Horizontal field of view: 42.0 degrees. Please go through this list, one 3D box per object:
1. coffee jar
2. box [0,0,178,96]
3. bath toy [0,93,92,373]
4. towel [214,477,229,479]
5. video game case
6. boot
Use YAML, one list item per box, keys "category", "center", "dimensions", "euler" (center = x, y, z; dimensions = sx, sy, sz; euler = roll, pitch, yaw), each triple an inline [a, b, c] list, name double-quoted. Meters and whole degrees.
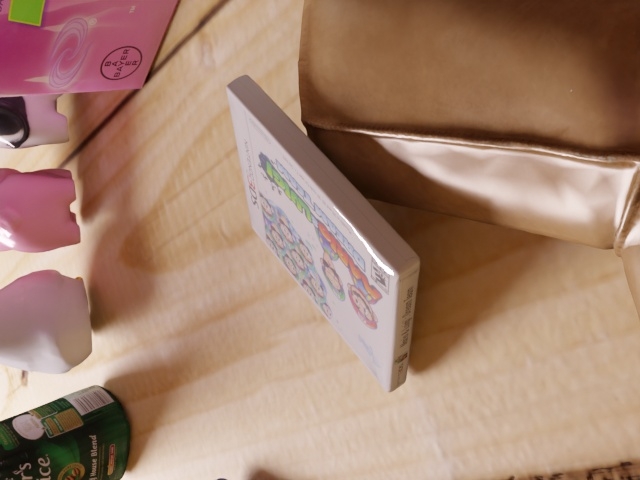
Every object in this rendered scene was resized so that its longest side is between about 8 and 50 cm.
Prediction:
- category: "coffee jar"
  center: [-0.270, 0.203, 0.757]
  dimensions: [0.079, 0.184, 0.096]
  euler: [34, 123, 37]
- category: "box"
  center: [-0.211, -0.210, 0.546]
  dimensions: [0.117, 0.243, 0.213]
  euler: [55, 133, 22]
- category: "bath toy"
  center: [-0.289, -0.045, 0.756]
  dimensions: [0.151, 0.129, 0.348]
  euler: [-160, 64, -69]
- category: "towel"
  center: [0.032, 0.326, 0.582]
  dimensions: [0.336, 0.040, 0.243]
  euler: [11, 106, 43]
- category: "video game case"
  center: [0.000, 0.000, 0.489]
  dimensions: [0.157, 0.019, 0.143]
  euler: [49, 160, 28]
- category: "boot"
  center: [0.101, -0.013, 0.386]
  dimensions: [0.269, 0.089, 0.236]
  euler: [19, 111, 46]
